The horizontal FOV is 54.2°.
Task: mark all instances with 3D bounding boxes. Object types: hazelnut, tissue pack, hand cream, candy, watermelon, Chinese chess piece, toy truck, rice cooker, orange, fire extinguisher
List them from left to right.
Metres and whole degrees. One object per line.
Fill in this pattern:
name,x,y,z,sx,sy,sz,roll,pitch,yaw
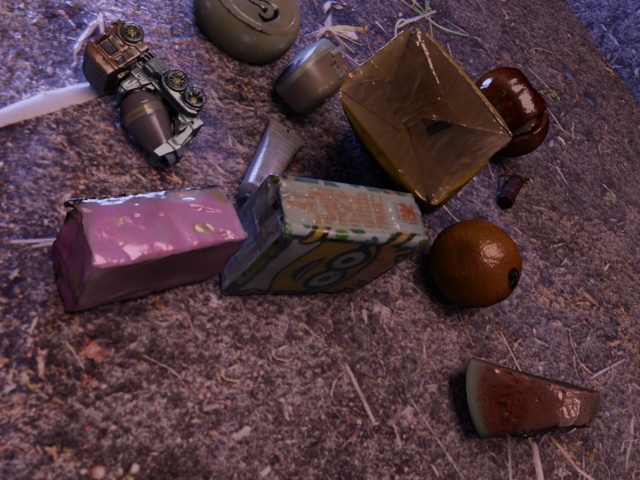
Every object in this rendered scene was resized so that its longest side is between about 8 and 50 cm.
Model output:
toy truck,-0.319,-0.257,1.125,0.257,0.108,0.140,47,58,-5
candy,-0.259,0.007,0.953,0.265,0.155,0.116,-13,65,-41
Chinese chess piece,-0.163,-0.522,1.418,0.250,0.101,0.251,18,53,-26
hand cream,-0.102,-0.152,1.252,0.095,0.059,0.276,34,42,-12
rice cooker,-0.013,-0.365,1.396,0.127,0.145,0.206,56,41,-9
tissue pack,0.000,0.000,1.098,0.310,0.228,0.128,4,60,-35
tissue pack,0.208,-0.223,1.299,0.293,0.228,0.382,52,5,5
orange,0.335,0.051,1.345,0.206,0.206,0.206,19,52,-26
hazelnut,0.516,-0.354,1.748,0.217,0.217,0.252,-49,117,-45
fire extinguisher,0.519,-0.146,1.718,0.078,0.045,0.157,29,45,12
watermelon,0.425,0.330,1.218,0.318,0.226,0.148,15,80,-15
